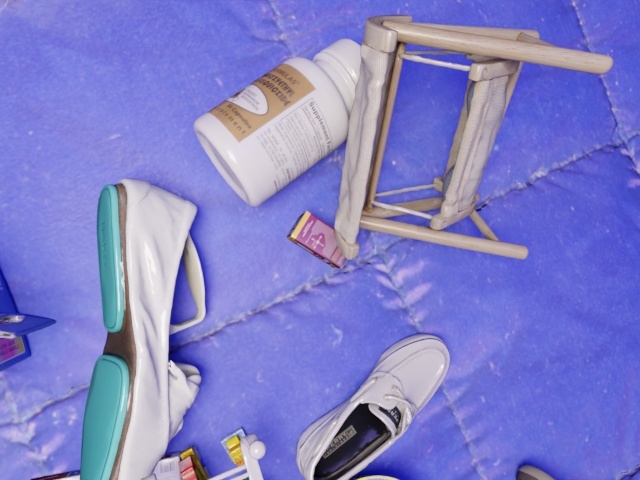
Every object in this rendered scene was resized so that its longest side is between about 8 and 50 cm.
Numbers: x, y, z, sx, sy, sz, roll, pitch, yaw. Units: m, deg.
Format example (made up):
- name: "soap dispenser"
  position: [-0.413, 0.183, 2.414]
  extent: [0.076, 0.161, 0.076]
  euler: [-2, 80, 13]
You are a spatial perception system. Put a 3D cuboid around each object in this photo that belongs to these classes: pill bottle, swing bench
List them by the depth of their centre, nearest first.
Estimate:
- name: "swing bench"
  position: [0.146, -0.123, 0.534]
  extent: [0.255, 0.165, 0.253]
  euler: [1, 124, -10]
- name: "pill bottle"
  position: [-0.036, -0.160, 0.568]
  extent: [0.229, 0.131, 0.131]
  euler: [-38, 94, -12]

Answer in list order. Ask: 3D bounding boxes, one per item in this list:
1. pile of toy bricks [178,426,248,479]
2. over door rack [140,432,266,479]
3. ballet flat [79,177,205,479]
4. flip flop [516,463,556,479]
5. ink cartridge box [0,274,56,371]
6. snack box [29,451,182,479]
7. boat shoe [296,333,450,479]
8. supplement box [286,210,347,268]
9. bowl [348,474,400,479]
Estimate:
- name: "pile of toy bricks"
  position: [-0.085, 0.342, 0.532]
  extent: [0.118, 0.105, 0.212]
  euler: [-28, 92, -13]
- name: "over door rack"
  position: [-0.117, 0.382, 0.387]
  extent: [0.240, 0.108, 0.324]
  euler: [-13, 78, -24]
- name: "ballet flat"
  position: [-0.202, 0.126, 0.521]
  extent: [0.139, 0.139, 0.400]
  euler: [2, 84, -12]
- name: "flip flop"
  position: [0.418, 0.409, 0.646]
  extent: [0.277, 0.112, 0.080]
  euler: [37, 65, -2]
- name: "ink cartridge box"
  position: [-0.474, 0.116, 0.381]
  extent: [0.395, 0.270, 0.151]
  euler: [-22, 92, -13]
- name: "snack box"
  position: [-0.265, 0.315, 0.538]
  extent: [0.178, 0.022, 0.064]
  euler: [-5, 86, -13]
- name: "boat shoe"
  position: [0.082, 0.229, 0.585]
  extent: [0.267, 0.088, 0.096]
  euler: [-33, 93, -12]
- name: "supplement box"
  position: [0.000, 0.000, 0.603]
  extent: [0.083, 0.055, 0.043]
  euler: [32, 81, -7]
- name: "bowl"
  position: [0.057, 0.384, 0.573]
  extent: [0.170, 0.080, 0.170]
  euler: [1, 85, -12]
